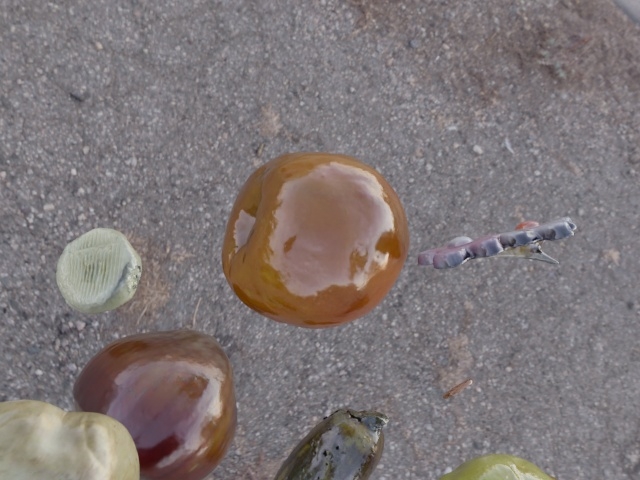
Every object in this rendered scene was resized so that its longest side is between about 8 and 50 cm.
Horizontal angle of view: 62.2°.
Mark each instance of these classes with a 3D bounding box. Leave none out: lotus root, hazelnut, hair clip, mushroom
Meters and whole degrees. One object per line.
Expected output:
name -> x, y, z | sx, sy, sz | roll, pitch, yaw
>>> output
lotus root -> 0.014, 0.541, 1.244 | 0.179, 0.196, 0.397 | 38, 101, 0
hazelnut -> -0.366, 0.377, 1.223 | 0.359, 0.409, 0.359 | -6, 100, -34
hair clip -> 0.289, 0.010, 0.858 | 0.257, 0.146, 0.075 | -6, 97, -4
mushroom -> -0.207, 0.182, 0.389 | 0.148, 0.148, 0.112 | 30, 17, -5

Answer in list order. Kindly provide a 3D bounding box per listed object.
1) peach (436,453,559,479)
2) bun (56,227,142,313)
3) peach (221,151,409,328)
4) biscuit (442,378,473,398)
peach -> 0.345, 0.591, 1.043 | 0.316, 0.314, 0.281 | -7, 38, -34
bun -> -0.545, 0.085, 1.332 | 0.221, 0.134, 0.220 | -4, 72, 11
peach -> 0.000, 0.000, 0.960 | 0.302, 0.343, 0.342 | 20, 61, -27
biscuit -> 0.357, 0.387, 1.386 | 0.091, 0.078, 0.015 | -24, 72, -19
